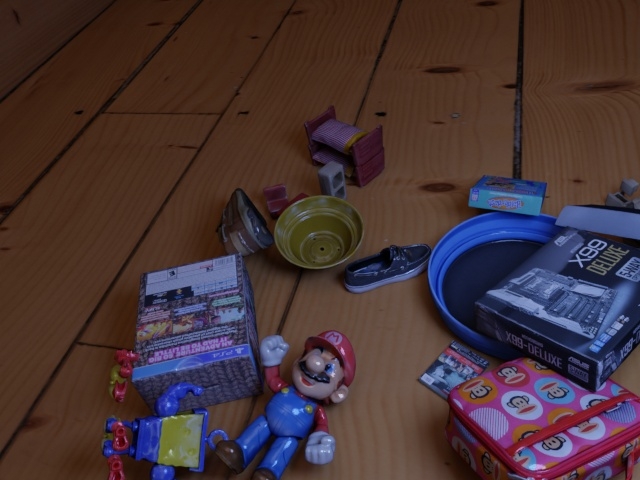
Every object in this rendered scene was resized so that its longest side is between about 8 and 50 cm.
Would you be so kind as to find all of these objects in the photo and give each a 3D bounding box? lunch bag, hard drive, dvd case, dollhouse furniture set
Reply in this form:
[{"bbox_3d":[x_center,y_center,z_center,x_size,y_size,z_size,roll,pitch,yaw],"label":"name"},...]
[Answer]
[{"bbox_3d":[0.380,0.313,0.951,0.293,0.120,0.258,-15,30,-22],"label":"lunch bag"},{"bbox_3d":[0.641,-0.035,1.193,0.172,0.054,0.255,-5,14,-44],"label":"hard drive"},{"bbox_3d":[0.267,0.261,1.154,0.087,0.013,0.119,30,56,35],"label":"dvd case"},{"bbox_3d":[0.715,-0.103,1.313,0.101,0.181,0.161,-22,45,-11],"label":"dollhouse furniture set"},{"bbox_3d":[-0.013,-0.192,1.579,0.201,0.152,0.374,29,56,34],"label":"dollhouse furniture set"}]

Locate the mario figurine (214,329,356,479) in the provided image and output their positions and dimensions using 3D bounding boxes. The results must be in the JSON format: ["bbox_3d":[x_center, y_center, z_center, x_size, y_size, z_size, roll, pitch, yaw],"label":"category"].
[{"bbox_3d":[-0.051,0.290,1.066,0.320,0.198,0.170,-51,16,-26],"label":"mario figurine"}]

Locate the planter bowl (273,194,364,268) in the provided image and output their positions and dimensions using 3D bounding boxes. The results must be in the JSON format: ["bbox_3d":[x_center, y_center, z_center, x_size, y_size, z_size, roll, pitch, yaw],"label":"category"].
[{"bbox_3d":[0.000,0.000,1.413,0.217,0.090,0.217,-3,55,4],"label":"planter bowl"}]

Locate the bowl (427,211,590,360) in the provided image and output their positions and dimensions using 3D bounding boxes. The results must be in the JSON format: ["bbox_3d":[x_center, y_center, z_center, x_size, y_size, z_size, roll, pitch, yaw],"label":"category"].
[{"bbox_3d":[0.429,0.091,1.250,0.392,0.077,0.391,-6,44,5],"label":"bowl"}]

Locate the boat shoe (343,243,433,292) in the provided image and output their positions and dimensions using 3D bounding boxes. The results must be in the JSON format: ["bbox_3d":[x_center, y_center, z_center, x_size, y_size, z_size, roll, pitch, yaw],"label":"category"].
[{"bbox_3d":[0.159,0.048,1.350,0.229,0.076,0.080,-18,44,-6],"label":"boat shoe"}]

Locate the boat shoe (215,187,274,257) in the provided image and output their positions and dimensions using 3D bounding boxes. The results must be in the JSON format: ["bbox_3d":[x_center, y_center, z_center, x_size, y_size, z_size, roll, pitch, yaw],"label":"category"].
[{"bbox_3d":[-0.206,-0.040,1.440,0.120,0.122,0.324,-36,19,0],"label":"boat shoe"}]

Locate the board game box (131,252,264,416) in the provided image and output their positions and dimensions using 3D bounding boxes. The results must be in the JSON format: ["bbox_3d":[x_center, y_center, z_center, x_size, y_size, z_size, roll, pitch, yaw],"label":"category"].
[{"bbox_3d":[-0.258,0.193,1.240,0.232,0.141,0.291,-12,44,0],"label":"board game box"}]

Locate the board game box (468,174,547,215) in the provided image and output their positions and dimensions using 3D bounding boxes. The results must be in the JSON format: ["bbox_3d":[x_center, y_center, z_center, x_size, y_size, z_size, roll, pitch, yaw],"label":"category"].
[{"bbox_3d":[0.459,-0.113,1.410,0.160,0.047,0.210,11,18,22],"label":"board game box"}]

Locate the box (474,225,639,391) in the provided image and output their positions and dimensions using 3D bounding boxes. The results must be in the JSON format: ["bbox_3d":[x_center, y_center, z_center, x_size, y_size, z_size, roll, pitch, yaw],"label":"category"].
[{"bbox_3d":[0.480,0.108,1.072,0.308,0.076,0.242,-32,37,-26],"label":"box"}]

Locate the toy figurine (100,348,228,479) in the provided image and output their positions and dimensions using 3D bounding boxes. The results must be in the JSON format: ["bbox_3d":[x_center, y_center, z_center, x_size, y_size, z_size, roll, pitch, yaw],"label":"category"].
[{"bbox_3d":[-0.264,0.378,1.009,0.217,0.191,0.362,8,75,-24],"label":"toy figurine"}]
